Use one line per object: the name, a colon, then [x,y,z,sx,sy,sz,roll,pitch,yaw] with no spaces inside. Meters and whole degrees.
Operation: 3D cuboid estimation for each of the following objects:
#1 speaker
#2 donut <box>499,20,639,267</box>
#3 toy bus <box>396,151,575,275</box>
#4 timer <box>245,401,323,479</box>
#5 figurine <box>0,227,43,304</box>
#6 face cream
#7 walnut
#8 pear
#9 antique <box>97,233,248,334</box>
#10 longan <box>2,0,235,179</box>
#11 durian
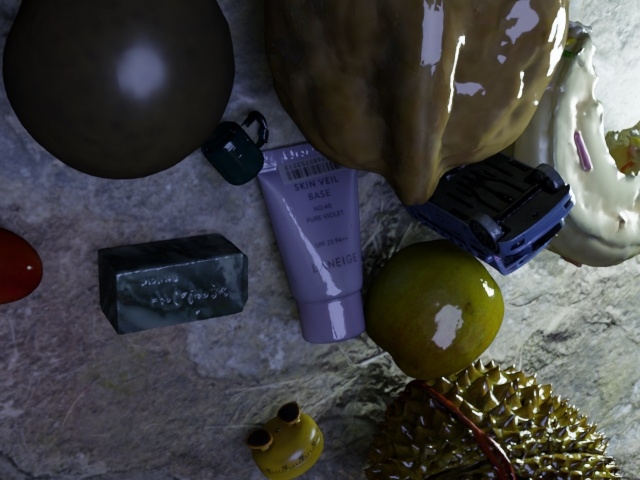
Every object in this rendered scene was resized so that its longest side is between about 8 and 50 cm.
speaker: [-0.099,-0.123,1.241,0.094,0.060,0.075,-45,124,-6]
donut: [0.393,-0.117,1.435,0.371,0.150,0.307,29,77,-33]
toy bus: [0.216,-0.049,1.301,0.125,0.292,0.133,-39,125,-10]
timer: [-0.044,0.305,1.410,0.107,0.107,0.109,-36,118,-12]
figurine: [-0.458,0.020,1.030,0.211,0.261,0.270,-14,120,7]
face cream: [0.000,0.000,1.335,0.154,0.096,0.274,-14,102,-20]
walnut: [0.105,-0.254,1.156,0.383,0.383,0.384,-10,113,-25]
pear: [0.157,0.099,1.387,0.200,0.200,0.200,-10,113,-25]
antique: [-0.185,0.052,1.247,0.183,0.086,0.088,-9,114,-25]
longan: [-0.216,-0.196,1.043,0.258,0.258,0.258,-10,113,-25]
durian: [0.243,0.343,1.438,0.384,0.347,0.348,18,100,-33]
